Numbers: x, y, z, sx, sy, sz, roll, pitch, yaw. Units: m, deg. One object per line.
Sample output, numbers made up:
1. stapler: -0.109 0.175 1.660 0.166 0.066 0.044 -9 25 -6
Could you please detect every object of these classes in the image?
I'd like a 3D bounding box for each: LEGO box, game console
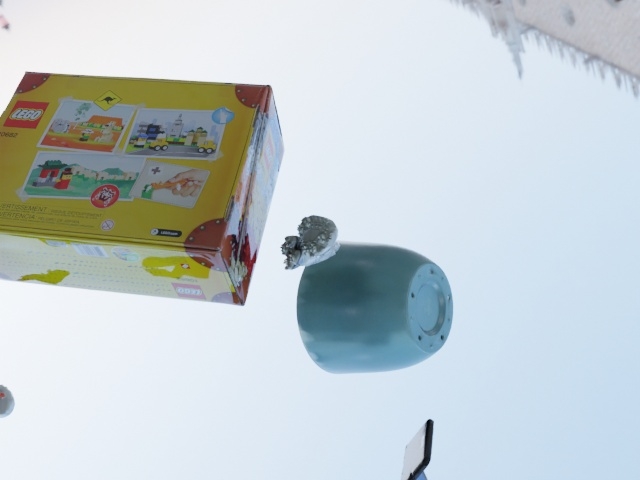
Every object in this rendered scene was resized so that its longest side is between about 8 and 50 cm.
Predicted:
1. LEGO box: -0.354 -0.107 1.231 0.500 0.193 0.373 6 -123 10
2. game console: 0.164 0.356 1.027 0.107 0.071 0.122 -57 179 19

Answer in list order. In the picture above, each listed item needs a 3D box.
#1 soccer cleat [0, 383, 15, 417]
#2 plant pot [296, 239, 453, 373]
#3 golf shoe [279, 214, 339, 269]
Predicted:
1. soccer cleat: -0.702 0.349 1.459 0.196 0.076 0.068 -3 -115 43
2. plant pot: 0.132 0.139 1.392 0.235 0.293 0.293 -4 -141 41
3. golf shoe: 0.000 0.000 1.119 0.086 0.069 0.176 -3 167 -26
